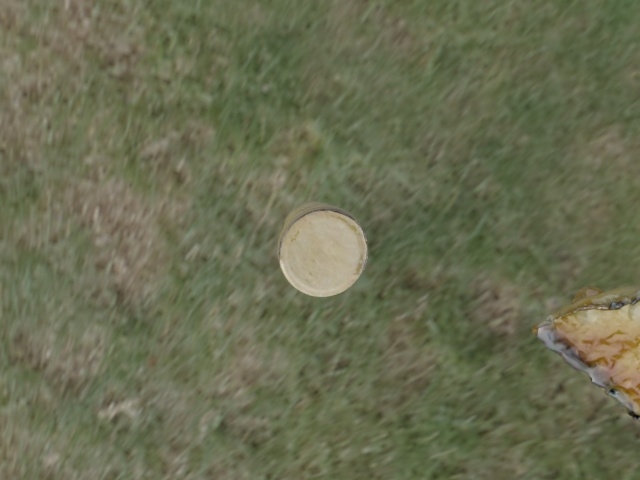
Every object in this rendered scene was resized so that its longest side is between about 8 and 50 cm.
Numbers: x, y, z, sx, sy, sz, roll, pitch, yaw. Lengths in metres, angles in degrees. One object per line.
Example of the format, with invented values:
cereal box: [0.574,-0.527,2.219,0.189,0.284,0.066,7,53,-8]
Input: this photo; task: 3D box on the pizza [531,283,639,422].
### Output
pizza: [0.156,0.050,0.640,0.176,0.036,0.185,3,119,-1]

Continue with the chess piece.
chess piece: [0.000,0.000,1.378,0.066,0.122,0.066,0,99,-2]
